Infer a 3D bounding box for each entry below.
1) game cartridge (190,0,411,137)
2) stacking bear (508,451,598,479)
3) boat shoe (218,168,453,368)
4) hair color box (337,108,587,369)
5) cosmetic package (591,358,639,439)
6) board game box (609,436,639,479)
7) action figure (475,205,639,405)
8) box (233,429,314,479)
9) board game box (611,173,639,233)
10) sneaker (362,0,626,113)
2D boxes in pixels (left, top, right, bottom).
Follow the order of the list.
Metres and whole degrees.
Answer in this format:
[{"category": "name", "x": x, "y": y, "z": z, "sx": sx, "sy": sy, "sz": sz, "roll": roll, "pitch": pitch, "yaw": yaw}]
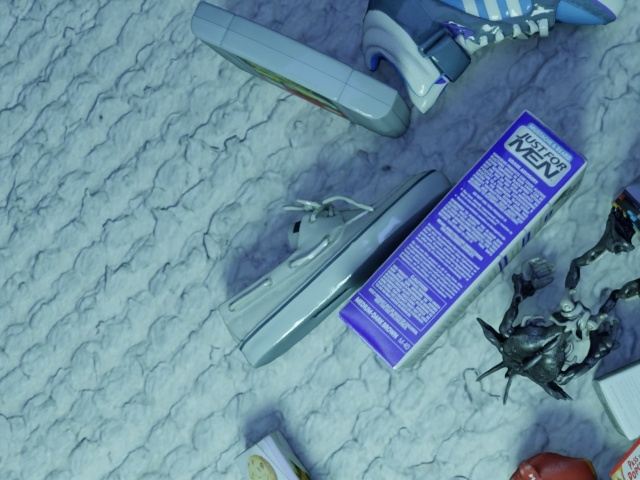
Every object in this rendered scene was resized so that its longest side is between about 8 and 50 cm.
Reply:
[{"category": "game cartridge", "x": -0.025, "y": -0.226, "z": 1.245, "sx": 0.294, "sy": 0.196, "sz": 0.060, "roll": 27, "pitch": 89, "yaw": 13}, {"category": "stacking bear", "x": 0.348, "y": 0.384, "z": 1.138, "sx": 0.164, "sy": 0.175, "sz": 0.289, "roll": -40, "pitch": 69, "yaw": -2}, {"category": "boat shoe", "x": 0.002, "y": 0.001, "z": 1.261, "sx": 0.367, "sy": 0.136, "sz": 0.156, "roll": -42, "pitch": 75, "yaw": 14}, {"category": "hair color box", "x": 0.184, "y": 0.008, "z": 1.186, "sx": 0.339, "sy": 0.185, "sz": 0.110, "roll": -46, "pitch": 77, "yaw": 3}, {"category": "cosmetic package", "x": 0.463, "y": 0.163, "z": 1.150, "sx": 0.231, "sy": 0.117, "sz": 0.085, "roll": -27, "pitch": 78, "yaw": 6}, {"category": "board game box", "x": 0.455, "y": 0.236, "z": 1.094, "sx": 0.146, "sy": 0.045, "sz": 0.193, "roll": 8, "pitch": 128, "yaw": -22}, {"category": "action figure", "x": 0.316, "y": 0.094, "z": 1.181, "sx": 0.164, "sy": 0.141, "sz": 0.276, "roll": 44, "pitch": 120, "yaw": 4}, {"category": "box", "x": 0.002, "y": 0.406, "z": 1.245, "sx": 0.067, "sy": 0.063, "sz": 0.324, "roll": -36, "pitch": 79, "yaw": 7}, {"category": "board game box", "x": 0.446, "y": -0.009, "z": 1.158, "sx": 0.048, "sy": 0.141, "sz": 0.170, "roll": -43, "pitch": 78, "yaw": 4}, {"category": "sneaker", "x": 0.215, "y": -0.270, "z": 1.248, "sx": 0.322, "sy": 0.130, "sz": 0.236, "roll": 20, "pitch": 98, "yaw": 8}]
